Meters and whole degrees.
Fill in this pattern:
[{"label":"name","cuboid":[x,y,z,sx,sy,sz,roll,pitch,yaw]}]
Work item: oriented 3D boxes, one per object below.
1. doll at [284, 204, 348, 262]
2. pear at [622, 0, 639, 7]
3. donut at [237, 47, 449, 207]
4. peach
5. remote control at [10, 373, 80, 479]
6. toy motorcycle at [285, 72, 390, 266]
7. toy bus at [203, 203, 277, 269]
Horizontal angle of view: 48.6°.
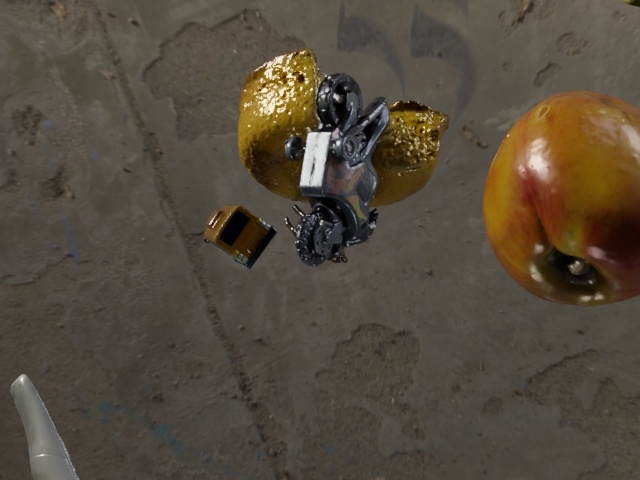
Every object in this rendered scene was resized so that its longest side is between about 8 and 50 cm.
[{"label":"doll","cuboid":[0.000,0.000,1.525,0.139,0.165,0.057,37,95,-27]},{"label":"pear","cuboid":[0.263,-0.245,0.515,0.104,0.141,0.141,-15,90,-1]},{"label":"donut","cuboid":[0.026,-0.187,1.477,0.435,0.377,0.163,16,64,-19]},{"label":"peach","cuboid":[0.320,-0.059,0.859,0.238,0.281,0.280,-11,91,39]},{"label":"remote control","cuboid":[-0.325,0.270,0.845,0.229,0.044,0.073,56,142,19]},{"label":"toy motorcycle","cuboid":[0.034,-0.103,1.112,0.108,0.173,0.307,6,81,38]},{"label":"toy bus","cuboid":[-0.170,-0.013,1.441,0.114,0.201,0.098,36,84,-15]}]
